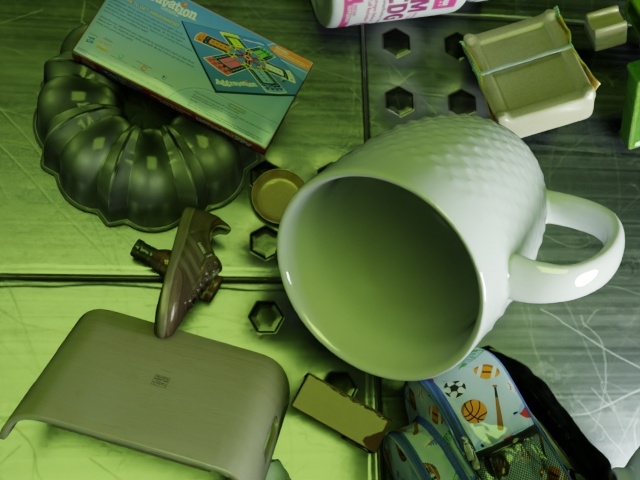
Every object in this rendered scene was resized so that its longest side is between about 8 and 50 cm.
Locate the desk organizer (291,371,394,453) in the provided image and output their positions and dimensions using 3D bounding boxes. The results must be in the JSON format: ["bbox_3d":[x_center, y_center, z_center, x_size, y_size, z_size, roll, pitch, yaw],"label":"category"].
[{"bbox_3d":[0.026,0.231,1.208,0.130,0.047,0.050,30,74,0],"label":"desk organizer"}]

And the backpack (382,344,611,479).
[{"bbox_3d":[0.193,0.276,1.126,0.213,0.276,0.263,-13,64,-13],"label":"backpack"}]

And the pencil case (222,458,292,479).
[{"bbox_3d":[-0.049,0.406,1.110,0.124,0.113,0.273,-30,79,3],"label":"pencil case"}]

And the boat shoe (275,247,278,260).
[{"bbox_3d":[-0.001,-0.002,1.276,0.133,0.042,0.049,-18,79,-12],"label":"boat shoe"}]

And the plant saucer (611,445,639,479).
[{"bbox_3d":[0.364,0.380,1.048,0.101,0.400,0.400,15,71,11],"label":"plant saucer"}]

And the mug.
[{"bbox_3d":[0.187,-0.013,1.140,0.374,0.276,0.328,12,31,30],"label":"mug"}]

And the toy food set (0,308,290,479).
[{"bbox_3d":[-0.201,0.207,1.103,0.306,0.092,0.219,15,30,3],"label":"toy food set"}]

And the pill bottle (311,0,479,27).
[{"bbox_3d":[0.131,-0.414,1.355,0.283,0.160,0.160,-11,76,-12],"label":"pill bottle"}]

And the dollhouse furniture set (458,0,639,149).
[{"bbox_3d":[0.389,-0.241,1.398,0.302,0.151,0.197,-16,55,4],"label":"dollhouse furniture set"}]

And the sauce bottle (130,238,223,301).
[{"bbox_3d":[-0.196,0.038,1.233,0.128,0.042,0.042,29,71,2],"label":"sauce bottle"}]

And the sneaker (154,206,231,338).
[{"bbox_3d":[-0.165,0.042,1.176,0.071,0.066,0.188,14,63,-8],"label":"sneaker"}]

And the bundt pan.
[{"bbox_3d":[-0.236,-0.185,1.250,0.331,0.124,0.330,2,73,-8],"label":"bundt pan"}]

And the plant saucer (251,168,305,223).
[{"bbox_3d":[-0.058,-0.061,1.297,0.083,0.015,0.083,2,73,-8],"label":"plant saucer"}]

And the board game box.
[{"bbox_3d":[-0.166,-0.237,1.197,0.281,0.027,0.145,27,73,0],"label":"board game box"}]
